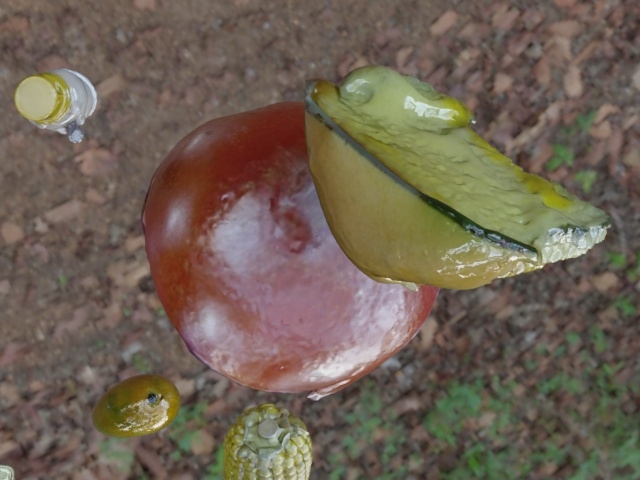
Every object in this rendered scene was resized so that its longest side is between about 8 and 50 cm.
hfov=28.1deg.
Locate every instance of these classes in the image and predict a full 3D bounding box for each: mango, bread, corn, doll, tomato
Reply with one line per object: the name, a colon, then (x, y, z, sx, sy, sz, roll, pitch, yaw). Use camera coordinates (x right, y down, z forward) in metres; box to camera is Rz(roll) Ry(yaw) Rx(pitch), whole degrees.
mango: (-0.283, 0.254, 1.921, 0.163, 0.089, 0.111, -22, 163, 24)
bread: (0.084, -0.027, 1.017, 0.174, 0.252, 0.133, -18, 139, -44)
corn: (-0.087, 0.380, 2.032, 0.144, 0.144, 0.387, -22, 152, -16)
doll: (-0.271, -0.139, 1.346, 0.073, 0.084, 0.127, -33, 177, 11)
tomato: (0.006, 0.000, 1.263, 0.335, 0.289, 0.176, 15, 155, -29)

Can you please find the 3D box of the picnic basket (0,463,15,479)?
picnic basket: (-0.449, 0.317, 1.507, 0.164, 0.115, 0.079, 15, 159, -29)
